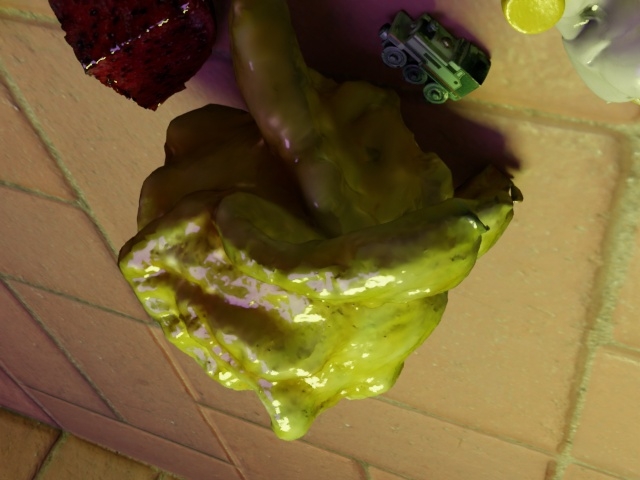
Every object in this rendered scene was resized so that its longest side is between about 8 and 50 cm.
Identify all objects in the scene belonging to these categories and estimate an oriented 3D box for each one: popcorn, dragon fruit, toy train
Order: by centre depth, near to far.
[{"bbox_3d":[0.084,-0.140,0.647,0.083,0.033,0.053,38,144,-19],"label":"toy train"},{"bbox_3d":[-0.009,-0.001,0.681,0.321,0.290,0.325,36,175,-37],"label":"popcorn"},{"bbox_3d":[-0.150,-0.192,0.719,0.127,0.120,0.161,-24,167,6],"label":"dragon fruit"}]

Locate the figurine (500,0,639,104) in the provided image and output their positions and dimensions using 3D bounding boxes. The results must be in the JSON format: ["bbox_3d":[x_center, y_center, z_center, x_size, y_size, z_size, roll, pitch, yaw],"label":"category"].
[{"bbox_3d":[0.177,-0.139,0.532,0.178,0.109,0.129,36,176,-17],"label":"figurine"}]
